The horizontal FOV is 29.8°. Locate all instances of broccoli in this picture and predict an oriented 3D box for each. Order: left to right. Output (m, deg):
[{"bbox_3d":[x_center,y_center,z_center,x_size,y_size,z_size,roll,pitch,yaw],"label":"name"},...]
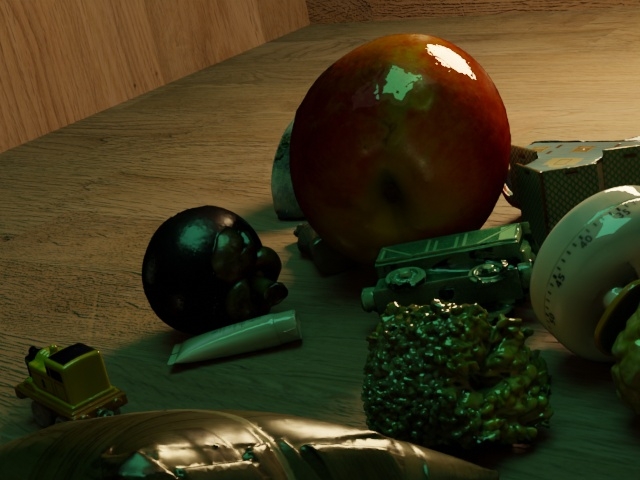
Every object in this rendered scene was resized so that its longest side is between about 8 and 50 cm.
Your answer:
[{"bbox_3d":[0.171,0.141,1.467,0.273,0.180,0.242,-24,22,-31],"label":"broccoli"}]

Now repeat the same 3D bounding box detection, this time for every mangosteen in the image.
[{"bbox_3d":[-0.154,0.054,1.884,0.250,0.211,0.211,13,30,28],"label":"mangosteen"}]

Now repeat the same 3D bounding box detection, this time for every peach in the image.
[{"bbox_3d":[0.131,-0.154,1.949,0.388,0.388,0.388,-11,20,4],"label":"peach"}]

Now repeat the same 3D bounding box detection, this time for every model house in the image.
[{"bbox_3d":[0.399,-0.063,1.891,0.271,0.178,0.206,6,20,35],"label":"model house"}]

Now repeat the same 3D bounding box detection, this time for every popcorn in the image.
[{"bbox_3d":[0.426,0.133,1.364,0.185,0.167,0.187,14,36,41],"label":"popcorn"}]

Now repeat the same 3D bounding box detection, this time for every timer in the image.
[{"bbox_3d":[0.371,0.037,1.551,0.233,0.233,0.240,-19,37,-18],"label":"timer"}]

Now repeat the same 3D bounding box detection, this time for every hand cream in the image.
[{"bbox_3d":[-0.130,0.150,1.819,0.205,0.050,0.078,-14,19,7],"label":"hand cream"}]

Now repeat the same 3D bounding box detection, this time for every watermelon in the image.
[{"bbox_3d":[0.053,-0.176,2.389,0.175,0.188,0.322,2,29,44],"label":"watermelon"}]

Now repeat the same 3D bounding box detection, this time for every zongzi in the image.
[{"bbox_3d":[-0.128,0.292,1.343,0.467,0.218,0.500,5,-6,-37],"label":"zongzi"}]

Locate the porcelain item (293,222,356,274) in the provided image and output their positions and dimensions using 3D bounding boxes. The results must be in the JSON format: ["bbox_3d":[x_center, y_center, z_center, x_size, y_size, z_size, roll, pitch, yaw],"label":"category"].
[{"bbox_3d":[0.000,0.000,2.137,0.081,0.069,0.216,-21,16,-11],"label":"porcelain item"}]

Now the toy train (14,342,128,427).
[{"bbox_3d":[-0.354,0.202,1.685,0.089,0.127,0.219,-25,25,-34],"label":"toy train"}]

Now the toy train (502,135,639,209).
[{"bbox_3d":[0.512,-0.119,2.115,0.409,0.089,0.086,-15,43,-5],"label":"toy train"}]

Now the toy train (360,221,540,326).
[{"bbox_3d":[0.196,0.065,1.775,0.269,0.115,0.154,-11,18,19],"label":"toy train"}]
